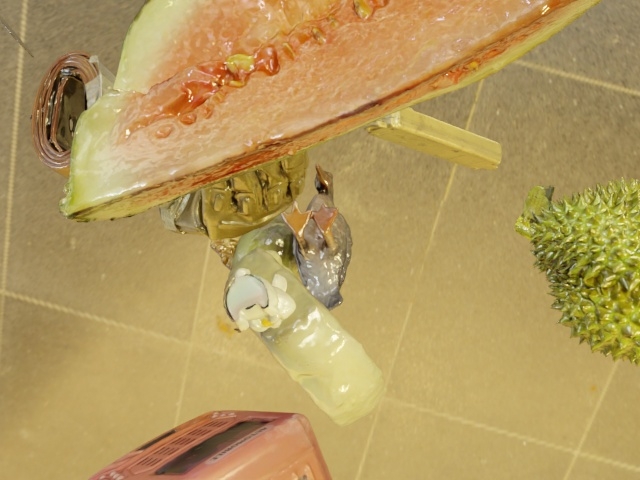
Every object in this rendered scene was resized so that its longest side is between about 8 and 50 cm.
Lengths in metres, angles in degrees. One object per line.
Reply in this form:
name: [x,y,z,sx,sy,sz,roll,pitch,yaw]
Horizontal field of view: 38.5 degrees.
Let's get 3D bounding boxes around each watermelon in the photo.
watermelon: [0.009,-0.122,0.462,0.303,0.159,0.128,-22,93,13]

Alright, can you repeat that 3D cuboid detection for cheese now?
cheese: [-0.027,0.144,1.425,0.115,0.326,0.318,-40,79,-6]

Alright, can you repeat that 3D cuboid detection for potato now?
potato: [-0.100,0.025,1.944,0.174,0.251,0.159,-33,106,15]

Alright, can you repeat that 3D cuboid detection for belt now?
belt: [-0.487,-0.251,1.854,0.184,0.261,0.105,-3,159,22]

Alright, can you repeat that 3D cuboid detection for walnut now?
walnut: [-0.179,0.042,2.100,0.143,0.170,0.069,30,102,-42]

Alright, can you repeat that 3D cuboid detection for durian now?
durian: [0.282,0.025,0.842,0.159,0.146,0.198,-29,108,35]

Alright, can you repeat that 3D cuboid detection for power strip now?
power strip: [0.177,-0.162,1.430,0.064,0.305,0.044,-8,75,48]

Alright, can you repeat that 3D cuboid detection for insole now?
insole: [-0.620,-0.433,1.755,0.007,0.328,0.111,-41,142,-5]

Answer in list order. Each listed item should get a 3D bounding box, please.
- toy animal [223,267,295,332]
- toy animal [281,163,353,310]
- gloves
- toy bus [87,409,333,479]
toy animal: [-0.077,0.084,1.193,0.071,0.124,0.085,-43,63,7]
toy animal: [0.000,0.000,1.774,0.122,0.185,0.298,-7,77,5]
gloves: [-0.119,-0.079,1.298,0.331,0.154,0.141,-15,96,54]
toy bus: [-0.053,0.394,0.924,0.233,0.203,0.427,-16,96,49]
